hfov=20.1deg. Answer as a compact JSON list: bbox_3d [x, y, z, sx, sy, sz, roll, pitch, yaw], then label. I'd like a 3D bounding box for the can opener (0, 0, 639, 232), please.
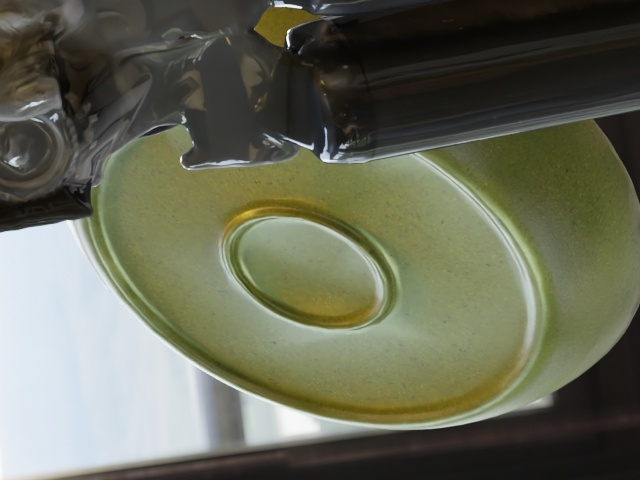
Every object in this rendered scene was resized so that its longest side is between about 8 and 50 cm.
[{"bbox_3d":[0.008,-0.067,0.456,0.095,0.283,0.076,-121,23,-58],"label":"can opener"}]

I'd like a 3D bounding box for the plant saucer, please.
[{"bbox_3d":[0.000,0.000,0.677,0.241,0.241,0.037,91,-163,-51],"label":"plant saucer"}]
